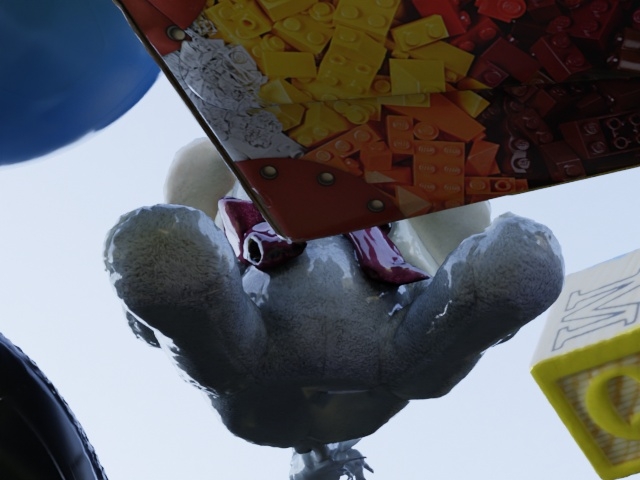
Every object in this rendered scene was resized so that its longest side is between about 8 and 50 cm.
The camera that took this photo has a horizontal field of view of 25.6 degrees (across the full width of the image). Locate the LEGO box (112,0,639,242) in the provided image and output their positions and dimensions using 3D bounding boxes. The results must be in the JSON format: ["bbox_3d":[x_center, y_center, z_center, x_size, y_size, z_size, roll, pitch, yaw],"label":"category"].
[{"bbox_3d":[0.145,-0.268,0.673,0.373,0.500,0.193,-13,-48,26],"label":"LEGO box"}]

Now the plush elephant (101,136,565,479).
[{"bbox_3d":[0.000,0.000,0.979,0.272,0.255,0.330,-2,-33,-4],"label":"plush elephant"}]

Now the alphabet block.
[{"bbox_3d":[0.390,0.138,1.680,0.193,0.197,0.192,-25,-72,34],"label":"alphabet block"}]

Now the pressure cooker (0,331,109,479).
[{"bbox_3d":[-0.325,0.231,0.793,0.370,0.420,0.375,-37,-96,-35],"label":"pressure cooker"}]

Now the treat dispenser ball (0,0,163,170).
[{"bbox_3d":[-0.205,-0.181,0.797,0.288,0.288,0.288,-5,-64,-10],"label":"treat dispenser ball"}]
